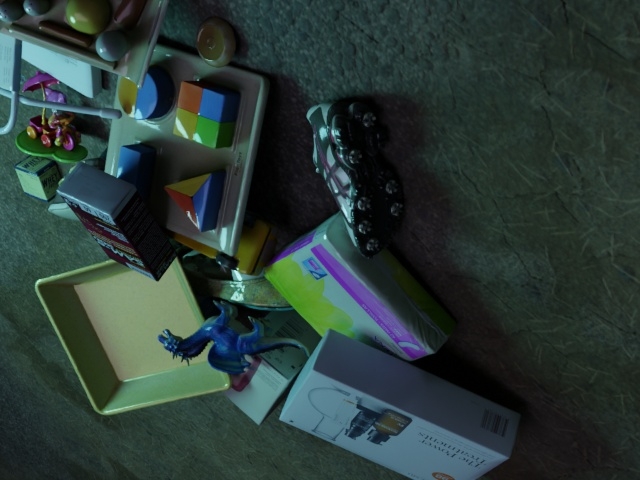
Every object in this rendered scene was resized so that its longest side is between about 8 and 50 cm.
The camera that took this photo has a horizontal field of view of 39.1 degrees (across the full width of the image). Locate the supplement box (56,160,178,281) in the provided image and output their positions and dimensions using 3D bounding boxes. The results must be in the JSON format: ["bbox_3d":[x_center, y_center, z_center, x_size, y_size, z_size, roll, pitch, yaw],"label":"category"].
[{"bbox_3d":[-0.361,-0.030,1.623,0.130,0.073,0.239,23,157,24],"label":"supplement box"}]

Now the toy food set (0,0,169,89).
[{"bbox_3d":[-0.400,-0.396,1.447,0.306,0.092,0.219,19,110,-7],"label":"toy food set"}]

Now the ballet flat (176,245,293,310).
[{"bbox_3d":[-0.174,0.065,1.807,0.349,0.123,0.123,5,128,40],"label":"ballet flat"}]

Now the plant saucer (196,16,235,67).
[{"bbox_3d":[-0.178,-0.328,1.491,0.083,0.015,0.083,11,110,31],"label":"plant saucer"}]

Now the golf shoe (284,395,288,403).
[{"bbox_3d":[-0.010,0.346,1.946,0.086,0.067,0.186,50,142,-9],"label":"golf shoe"}]

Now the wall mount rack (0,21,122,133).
[{"bbox_3d":[-0.486,-0.349,1.574,0.304,0.130,0.349,23,115,32],"label":"wall mount rack"}]

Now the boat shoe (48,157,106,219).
[{"bbox_3d":[-0.518,-0.105,1.964,0.117,0.096,0.324,11,169,-22],"label":"boat shoe"}]

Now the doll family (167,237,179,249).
[{"bbox_3d":[-0.367,-0.027,1.885,0.111,0.193,0.076,150,121,-67],"label":"doll family"}]

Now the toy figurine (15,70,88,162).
[{"bbox_3d":[-0.549,-0.262,1.838,0.173,0.130,0.159,30,132,29],"label":"toy figurine"}]

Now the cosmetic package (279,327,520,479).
[{"bbox_3d":[0.135,0.328,1.671,0.377,0.097,0.284,24,150,-1],"label":"cosmetic package"}]

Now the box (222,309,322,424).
[{"bbox_3d":[-0.101,0.255,1.878,0.127,0.148,0.232,40,142,8],"label":"box"}]

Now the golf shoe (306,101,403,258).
[{"bbox_3d":[0.055,-0.102,1.463,0.120,0.105,0.272,23,134,49],"label":"golf shoe"}]

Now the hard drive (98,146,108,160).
[{"bbox_3d":[-0.401,-0.166,1.864,0.094,0.022,0.135,50,143,-6],"label":"hard drive"}]

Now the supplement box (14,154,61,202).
[{"bbox_3d":[-0.650,-0.145,2.085,0.083,0.056,0.083,18,136,30],"label":"supplement box"}]

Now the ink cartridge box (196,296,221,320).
[{"bbox_3d":[-0.381,0.135,2.007,0.171,0.168,0.232,-22,109,50],"label":"ink cartridge box"}]

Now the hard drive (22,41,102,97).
[{"bbox_3d":[-0.502,-0.437,1.690,0.203,0.040,0.307,31,140,17],"label":"hard drive"}]

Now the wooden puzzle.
[{"bbox_3d":[-0.263,-0.169,1.585,0.348,0.080,0.322,23,111,28],"label":"wooden puzzle"}]

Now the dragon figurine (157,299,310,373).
[{"bbox_3d":[-0.162,0.206,1.712,0.289,0.144,0.085,22,-179,11],"label":"dragon figurine"}]

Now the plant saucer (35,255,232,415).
[{"bbox_3d":[-0.372,0.178,1.856,0.333,0.081,0.332,-15,108,18],"label":"plant saucer"}]

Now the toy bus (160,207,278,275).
[{"bbox_3d":[-0.226,-0.040,1.718,0.333,0.130,0.108,24,94,24],"label":"toy bus"}]

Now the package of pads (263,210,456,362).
[{"bbox_3d":[0.062,0.103,1.613,0.296,0.101,0.229,47,143,-10],"label":"package of pads"}]
